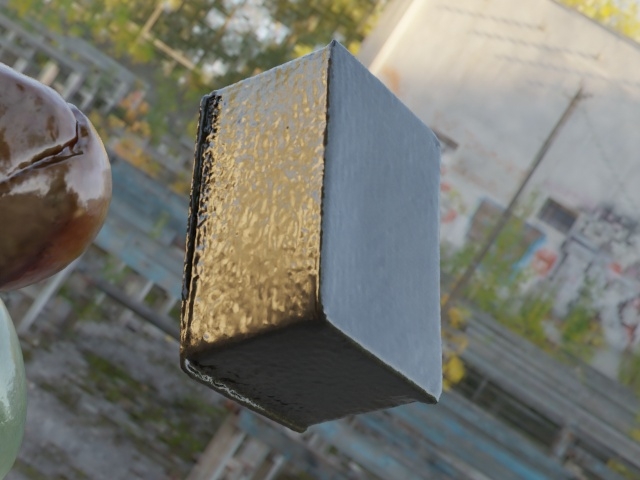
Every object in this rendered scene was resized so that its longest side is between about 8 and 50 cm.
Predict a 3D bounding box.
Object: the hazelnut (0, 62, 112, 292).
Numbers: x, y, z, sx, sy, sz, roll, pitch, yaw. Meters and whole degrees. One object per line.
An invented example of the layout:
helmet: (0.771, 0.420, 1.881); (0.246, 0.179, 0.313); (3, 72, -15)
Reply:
hazelnut: (-0.453, -0.087, 1.733); (0.372, 0.315, 0.372); (44, 2, -2)

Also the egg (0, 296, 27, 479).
egg: (-0.393, 0.123, 1.272); (0.218, 0.218, 0.295); (27, -32, 60)

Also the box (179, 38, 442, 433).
box: (-0.002, 0.000, 1.115); (0.143, 0.273, 0.184); (-18, -36, 32)
